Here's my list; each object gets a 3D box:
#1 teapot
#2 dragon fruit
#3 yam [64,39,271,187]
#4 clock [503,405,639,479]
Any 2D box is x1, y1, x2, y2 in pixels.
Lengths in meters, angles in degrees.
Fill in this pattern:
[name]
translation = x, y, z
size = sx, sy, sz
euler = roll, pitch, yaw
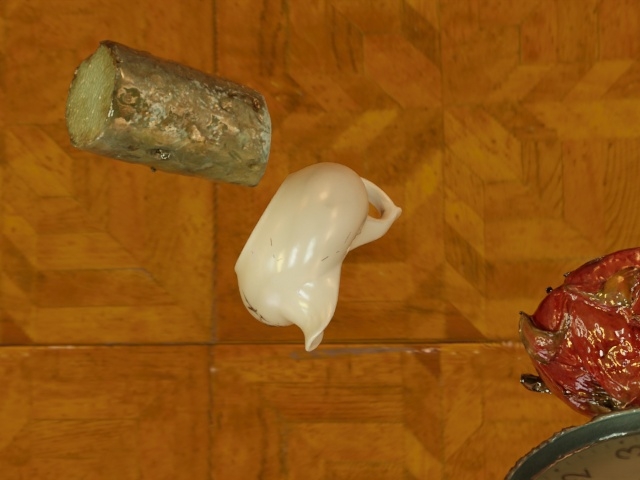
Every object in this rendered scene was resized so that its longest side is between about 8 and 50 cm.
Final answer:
[teapot]
translation = 0.000, 0.000, 1.442
size = 0.166, 0.299, 0.208
euler = 28, 132, 16
[dragon fruit]
translation = 0.322, 0.125, 1.195
size = 0.223, 0.218, 0.148
euler = -12, 49, 0
[yam]
translation = -0.132, -0.112, 1.120
size = 0.107, 0.194, 0.107
euler = -21, 63, 49
[clock]
translation = 0.201, 0.164, 0.675
size = 0.215, 0.215, 0.042
euler = -9, 113, 8
